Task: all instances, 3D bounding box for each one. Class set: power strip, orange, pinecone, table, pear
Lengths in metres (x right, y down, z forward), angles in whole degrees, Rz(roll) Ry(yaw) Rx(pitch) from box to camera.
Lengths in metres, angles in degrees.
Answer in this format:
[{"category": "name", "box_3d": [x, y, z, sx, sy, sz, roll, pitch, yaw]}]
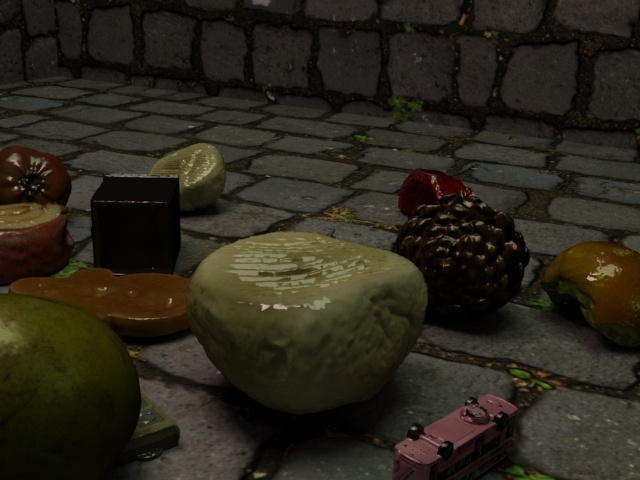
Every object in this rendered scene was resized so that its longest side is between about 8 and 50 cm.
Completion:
[{"category": "power strip", "box_3d": [-0.299, 0.230, 1.162, 0.092, 0.034, 0.268, -13, 24, -36]}, {"category": "orange", "box_3d": [0.517, 0.082, 1.497, 0.179, 0.158, 0.237, 15, 11, -16]}, {"category": "pinecone", "box_3d": [0.257, 0.037, 1.522, 0.244, 0.243, 0.257, 4, -11, 4]}, {"category": "table", "box_3d": [-0.384, -0.032, 1.699, 0.173, 0.169, 0.193, 1, 21, -5]}, {"category": "pear", "box_3d": [-0.356, 0.177, 0.955, 0.253, 0.253, 0.307, 22, -10, 43]}]

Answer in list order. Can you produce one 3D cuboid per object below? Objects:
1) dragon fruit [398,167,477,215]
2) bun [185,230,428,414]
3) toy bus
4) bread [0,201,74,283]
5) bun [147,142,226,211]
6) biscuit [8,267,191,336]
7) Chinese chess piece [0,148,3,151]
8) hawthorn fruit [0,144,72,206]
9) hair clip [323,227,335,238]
[{"category": "dragon fruit", "box_3d": [0.302, -0.098, 2.040, 0.163, 0.189, 0.261, -33, 31, -6]}, {"category": "bun", "box_3d": [-0.020, 0.128, 1.203, 0.349, 0.227, 0.352, -2, 17, -12]}, {"category": "toy bus", "box_3d": [0.172, 0.264, 1.047, 0.203, 0.090, 0.063, -16, 27, -41]}, {"category": "bread", "box_3d": [-0.618, -0.001, 1.650, 0.244, 0.123, 0.190, -9, 24, -29]}, {"category": "bun", "box_3d": [-0.336, -0.148, 2.085, 0.220, 0.134, 0.220, -15, 37, 11]}, {"category": "biscuit", "box_3d": [-0.379, 0.117, 1.451, 0.355, 0.052, 0.275, -1, 20, -12]}, {"category": "Chinese chess piece", "box_3d": [-0.879, -0.165, 2.118, 0.250, 0.103, 0.250, 4, 20, -2]}, {"category": "hawthorn fruit", "box_3d": [-0.696, -0.127, 1.939, 0.199, 0.199, 0.251, -6, 6, -24]}, {"category": "hair clip", "box_3d": [0.000, -0.001, 1.867, 0.039, 0.030, 0.115, 12, 21, 29]}]
